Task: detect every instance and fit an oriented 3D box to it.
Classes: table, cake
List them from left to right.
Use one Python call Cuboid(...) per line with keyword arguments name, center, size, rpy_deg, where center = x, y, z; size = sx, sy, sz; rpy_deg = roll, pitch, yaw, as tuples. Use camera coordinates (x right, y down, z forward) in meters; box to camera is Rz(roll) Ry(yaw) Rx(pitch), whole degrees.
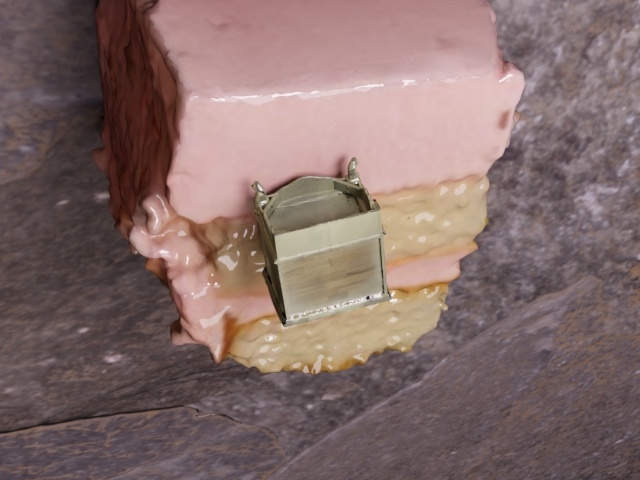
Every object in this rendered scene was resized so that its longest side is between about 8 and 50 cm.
Cuboid(name="cake", center=(-0.029, -0.095, 0.862), size=(0.293, 0.314, 0.306), rpy_deg=(-8, 141, -20))
Cuboid(name="table", center=(0.000, 0.000, 0.709), size=(0.079, 0.062, 0.083), rpy_deg=(-15, 132, -9))
